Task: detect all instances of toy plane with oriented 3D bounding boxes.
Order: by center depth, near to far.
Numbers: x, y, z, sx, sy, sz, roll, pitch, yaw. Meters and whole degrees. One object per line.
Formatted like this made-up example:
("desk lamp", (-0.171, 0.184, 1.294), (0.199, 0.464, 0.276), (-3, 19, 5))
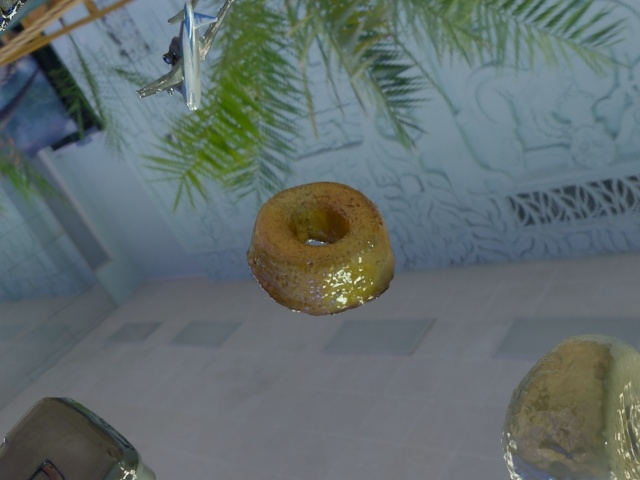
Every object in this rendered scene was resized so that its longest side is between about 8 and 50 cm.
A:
("toy plane", (-0.181, -0.252, 1.019), (0.226, 0.058, 0.226), (-56, -179, -27))

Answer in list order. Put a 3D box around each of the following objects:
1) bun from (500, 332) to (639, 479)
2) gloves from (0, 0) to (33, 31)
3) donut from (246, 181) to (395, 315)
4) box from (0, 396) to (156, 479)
("bun", (0.424, 0.330, 1.218), (0.227, 0.348, 0.352), (-7, -169, 36))
("gloves", (-0.608, -0.471, 1.157), (0.141, 0.331, 0.154), (-47, -160, 22))
("donut", (-0.002, -0.001, 1.306), (0.278, 0.108, 0.277), (-2, -140, 2))
("box", (-0.280, 0.280, 0.757), (0.148, 0.129, 0.210), (29, -112, 22))
